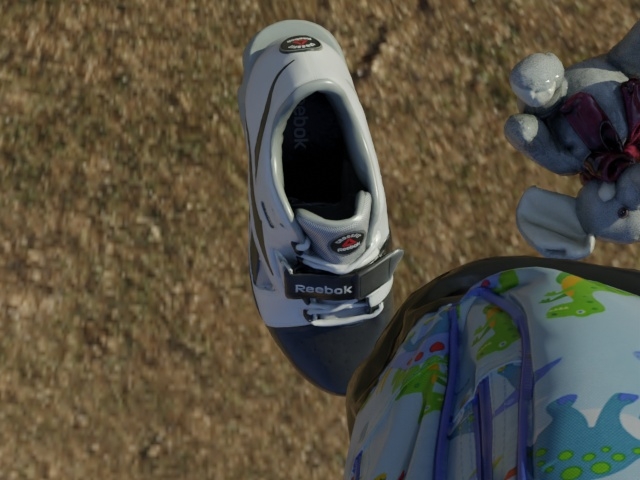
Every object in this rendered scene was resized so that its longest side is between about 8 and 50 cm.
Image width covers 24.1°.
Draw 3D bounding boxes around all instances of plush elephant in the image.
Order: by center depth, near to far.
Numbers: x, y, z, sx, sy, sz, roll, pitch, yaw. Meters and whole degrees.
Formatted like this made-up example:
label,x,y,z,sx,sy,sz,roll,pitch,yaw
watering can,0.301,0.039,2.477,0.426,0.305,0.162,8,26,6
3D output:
label,x,y,z,sx,sy,sz,roll,pitch,yaw
plush elephant,0.383,-0.109,1.974,0.272,0.255,0.330,-21,162,-18

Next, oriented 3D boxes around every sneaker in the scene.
label,x,y,z,sx,sy,sz,roll,pitch,yaw
sneaker,0.000,0.000,1.210,0.122,0.146,0.330,-15,114,-5

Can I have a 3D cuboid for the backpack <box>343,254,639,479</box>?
label,x,y,z,sx,sy,sz,roll,pitch,yaw
backpack,0.126,0.156,0.485,0.290,0.355,0.273,27,129,0
